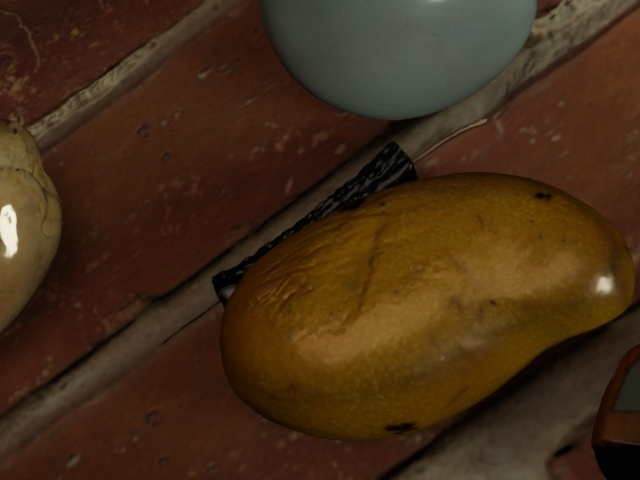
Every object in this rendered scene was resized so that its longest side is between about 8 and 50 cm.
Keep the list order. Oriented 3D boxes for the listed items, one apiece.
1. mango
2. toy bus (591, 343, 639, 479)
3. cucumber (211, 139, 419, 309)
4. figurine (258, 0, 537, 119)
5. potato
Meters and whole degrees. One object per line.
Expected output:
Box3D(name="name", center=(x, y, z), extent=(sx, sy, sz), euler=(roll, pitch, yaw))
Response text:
Box3D(name="mango", center=(0.070, 0.046, 0.929), extent=(0.294, 0.120, 0.177), euler=(-16, 56, 9))
Box3D(name="toy bus", center=(0.367, 0.117, 0.764), extent=(0.408, 0.093, 0.092), euler=(0, 58, 25))
Box3D(name="cucumber", center=(0.000, 0.000, 1.022), extent=(0.187, 0.058, 0.058), euler=(-37, 55, 5))
Box3D(name="figurine", center=(0.033, -0.282, 1.066), extent=(0.224, 0.205, 0.382), euler=(-29, 53, 17))
Box3D(name="potato", center=(-0.299, 0.011, 1.130), extent=(0.161, 0.128, 0.235), euler=(-4, 67, 42))
